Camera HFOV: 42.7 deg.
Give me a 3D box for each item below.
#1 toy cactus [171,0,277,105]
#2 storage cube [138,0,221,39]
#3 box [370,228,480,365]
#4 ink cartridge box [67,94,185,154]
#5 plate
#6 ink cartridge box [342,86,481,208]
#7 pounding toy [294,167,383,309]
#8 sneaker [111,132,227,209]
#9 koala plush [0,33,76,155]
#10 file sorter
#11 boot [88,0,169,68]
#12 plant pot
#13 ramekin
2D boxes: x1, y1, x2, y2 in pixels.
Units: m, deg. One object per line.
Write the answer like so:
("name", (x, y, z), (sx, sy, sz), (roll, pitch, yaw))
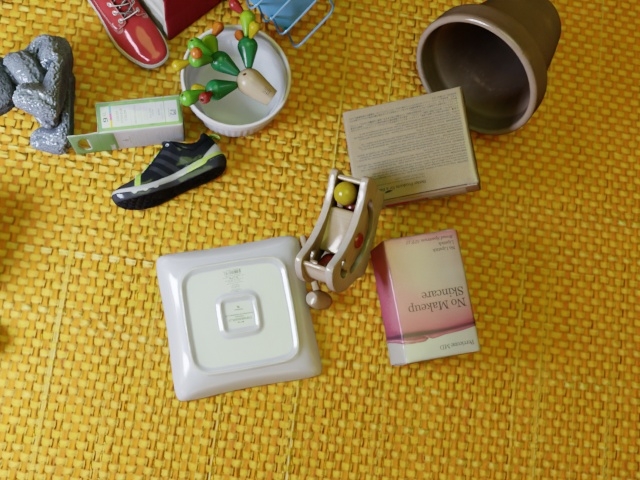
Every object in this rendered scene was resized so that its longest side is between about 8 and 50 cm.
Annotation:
("toy cactus", (-0.156, -0.317, 1.481), (0.180, 0.112, 0.219), (35, 67, -11))
("storage cube", (-0.280, -0.538, 1.565), (0.193, 0.183, 0.215), (-41, 87, -12))
("box", (0.194, 0.109, 1.540), (0.149, 0.127, 0.232), (-9, 81, -9))
("ink cartridge box", (-0.362, -0.217, 1.534), (0.209, 0.109, 0.062), (-8, 81, -9))
("plate", (-0.152, 0.140, 1.531), (0.277, 0.045, 0.278), (-9, 81, -9))
("ink cartridge box", (0.175, -0.171, 1.570), (0.235, 0.088, 0.193), (-10, 81, 13))
("pounding toy", (0.000, 0.000, 1.493), (0.155, 0.154, 0.269), (17, 98, 25))
("sneaker", (-0.292, -0.135, 1.550), (0.235, 0.084, 0.097), (-24, 77, -19))
("koala plush", (-0.570, -0.282, 1.488), (0.221, 0.196, 0.203), (1, 68, -7))
("file sorter", (-0.074, -0.461, 1.516), (0.118, 0.104, 0.170), (-42, 129, 18))
("boot", (-0.377, -0.445, 1.539), (0.088, 0.176, 0.244), (-38, 88, -13))
("plant pot", (0.358, -0.374, 1.607), (0.263, 0.263, 0.229), (44, 60, 2))
("ramekin", (-0.163, -0.297, 1.575), (0.207, 0.109, 0.207), (1, 80, -7))
